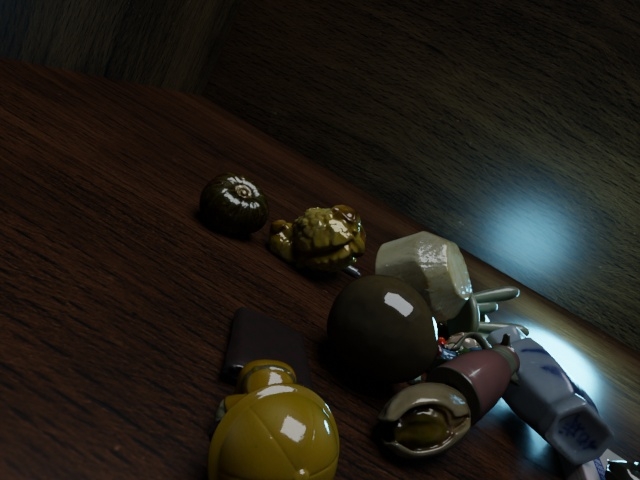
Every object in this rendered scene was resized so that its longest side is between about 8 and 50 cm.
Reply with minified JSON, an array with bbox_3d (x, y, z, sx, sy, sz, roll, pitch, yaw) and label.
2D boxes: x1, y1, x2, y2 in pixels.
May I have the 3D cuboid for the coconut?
[{"bbox_3d":[0.311,0.127,1.479,0.323,0.322,0.323,27,18,-9],"label":"coconut"}]

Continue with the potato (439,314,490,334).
[{"bbox_3d":[0.536,0.295,1.667,0.261,0.100,0.120,28,17,-3],"label":"potato"}]

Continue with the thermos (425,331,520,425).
[{"bbox_3d":[0.388,0.326,1.139,0.265,0.146,0.176,-15,64,-42],"label":"thermos"}]

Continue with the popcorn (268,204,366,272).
[{"bbox_3d":[0.000,0.000,1.488,0.333,0.224,0.265,1,14,-16],"label":"popcorn"}]

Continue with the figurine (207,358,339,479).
[{"bbox_3d":[-0.071,0.274,0.670,0.193,0.167,0.256,8,22,-20],"label":"figurine"}]

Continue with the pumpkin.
[{"bbox_3d":[-0.279,-0.111,1.448,0.219,0.162,0.218,19,44,-20],"label":"pumpkin"}]

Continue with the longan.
[{"bbox_3d":[0.142,0.206,1.065,0.258,0.257,0.258,27,18,-9],"label":"longan"}]

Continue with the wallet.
[{"bbox_3d":[-0.104,0.228,0.938,0.182,0.049,0.229,25,16,-14],"label":"wallet"}]

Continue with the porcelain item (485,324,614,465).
[{"bbox_3d":[0.600,0.407,1.265,0.242,0.178,0.405,44,11,-12],"label":"porcelain item"}]

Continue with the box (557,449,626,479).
[{"bbox_3d":[0.698,0.606,1.112,0.200,0.065,0.343,33,18,11],"label":"box"}]

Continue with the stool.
[{"bbox_3d":[0.554,0.261,1.542,0.199,0.195,0.195,3,60,-8],"label":"stool"}]

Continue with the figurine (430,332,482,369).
[{"bbox_3d":[0.387,0.325,1.338,0.185,0.127,0.234,25,28,5],"label":"figurine"}]

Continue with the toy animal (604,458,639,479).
[{"bbox_3d":[0.739,0.578,0.996,0.146,0.114,0.245,23,-3,-41],"label":"toy animal"}]

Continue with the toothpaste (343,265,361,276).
[{"bbox_3d":[0.071,0.085,1.642,0.170,0.028,0.045,29,24,6],"label":"toothpaste"}]

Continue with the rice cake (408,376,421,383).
[{"bbox_3d":[0.204,0.309,1.221,0.042,0.030,0.180,8,27,-37],"label":"rice cake"}]

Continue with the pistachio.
[{"bbox_3d":[0.211,0.361,0.929,0.238,0.153,0.137,8,68,-45],"label":"pistachio"}]
